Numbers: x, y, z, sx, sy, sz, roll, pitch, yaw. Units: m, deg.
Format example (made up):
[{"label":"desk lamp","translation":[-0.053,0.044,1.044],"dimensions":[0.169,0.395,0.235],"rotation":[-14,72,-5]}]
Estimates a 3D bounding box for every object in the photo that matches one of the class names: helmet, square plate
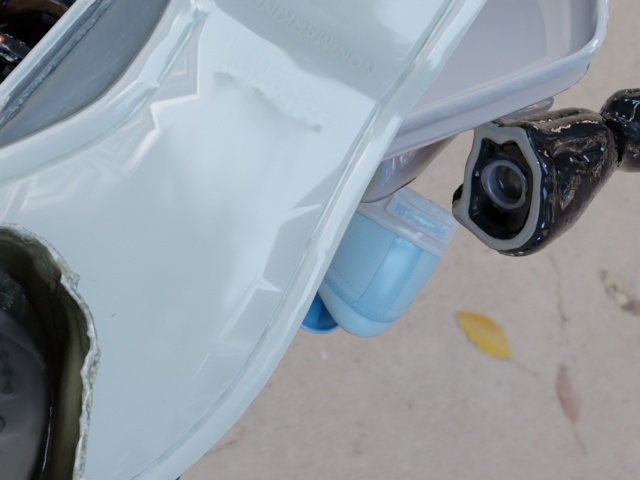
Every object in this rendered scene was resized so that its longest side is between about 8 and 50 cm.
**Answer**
[{"label":"helmet","translation":[-0.263,-0.135,1.166],"dimensions":[0.169,0.161,0.169],"rotation":[12,57,-18]},{"label":"square plate","translation":[0.025,-0.142,0.794],"dimensions":[0.049,0.347,0.344],"rotation":[49,37,-31]}]

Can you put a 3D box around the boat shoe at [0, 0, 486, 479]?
[{"label":"boat shoe","translation":[-0.049,-0.027,0.434],"dimensions":[0.116,0.099,0.319],"rotation":[36,95,-16]}]

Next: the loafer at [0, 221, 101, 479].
[{"label":"loafer","translation":[-0.102,0.089,0.256],"dimensions":[0.102,0.092,0.269],"rotation":[19,38,-17]}]

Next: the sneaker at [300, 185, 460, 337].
[{"label":"sneaker","translation":[0.000,0.000,1.201],"dimensions":[0.135,0.366,0.150],"rotation":[31,90,-13]}]

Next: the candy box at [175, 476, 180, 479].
[{"label":"candy box","translation":[-0.253,0.170,0.653],"dimensions":[0.317,0.268,0.122],"rotation":[4,29,-43]}]

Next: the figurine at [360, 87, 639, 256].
[{"label":"figurine","translation":[0.135,-0.077,0.950],"dimensions":[0.209,0.215,0.092],"rotation":[-20,120,-41]}]
